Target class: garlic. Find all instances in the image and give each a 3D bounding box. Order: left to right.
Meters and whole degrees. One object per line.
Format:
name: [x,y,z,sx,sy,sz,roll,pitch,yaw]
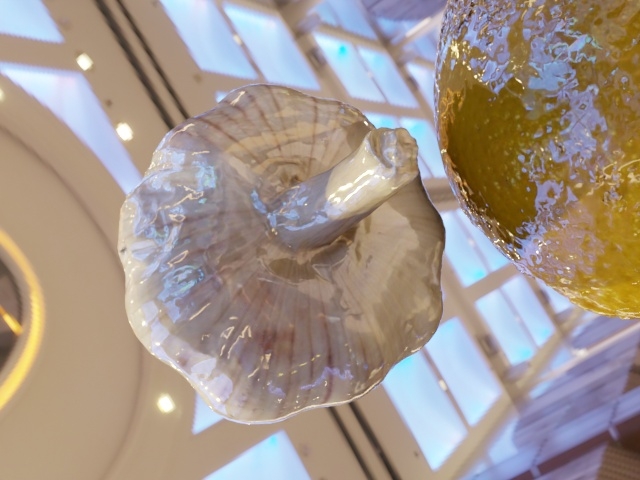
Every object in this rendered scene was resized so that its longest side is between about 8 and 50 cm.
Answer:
garlic: [0.000,0.000,0.535,0.199,0.199,0.226,56,157,-2]

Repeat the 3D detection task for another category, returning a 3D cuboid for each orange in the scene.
orange: [0.195,-0.091,0.588,0.274,0.274,0.274,47,-158,-26]
